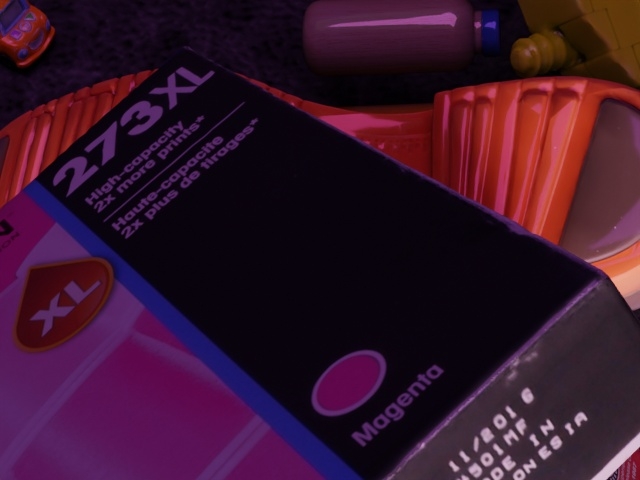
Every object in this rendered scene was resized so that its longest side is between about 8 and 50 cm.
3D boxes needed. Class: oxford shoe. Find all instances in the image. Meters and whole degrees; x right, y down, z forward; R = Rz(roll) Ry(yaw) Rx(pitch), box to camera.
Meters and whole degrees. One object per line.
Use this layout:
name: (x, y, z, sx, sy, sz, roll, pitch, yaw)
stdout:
oxford shoe: (0.000, 0.000, 0.773, 0.364, 0.133, 0.130, 4, 72, 21)

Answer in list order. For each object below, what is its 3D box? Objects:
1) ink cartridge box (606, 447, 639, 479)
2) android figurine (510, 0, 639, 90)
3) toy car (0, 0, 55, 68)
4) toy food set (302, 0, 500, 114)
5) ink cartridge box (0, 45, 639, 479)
ink cartridge box: (0.024, 0.094, 0.633, 0.127, 0.176, 0.128, -21, 34, 35)
android figurine: (0.195, -0.154, 0.838, 0.273, 0.056, 0.248, -22, 93, -31)
toy car: (-0.204, -0.103, 0.868, 0.122, 0.040, 0.060, -37, 65, -25)
toy food set: (0.051, -0.149, 0.859, 0.105, 0.111, 0.232, -1, 58, 10)
ink cartridge box: (-0.056, 0.029, 0.567, 0.176, 0.069, 0.371, -43, 30, -8)
